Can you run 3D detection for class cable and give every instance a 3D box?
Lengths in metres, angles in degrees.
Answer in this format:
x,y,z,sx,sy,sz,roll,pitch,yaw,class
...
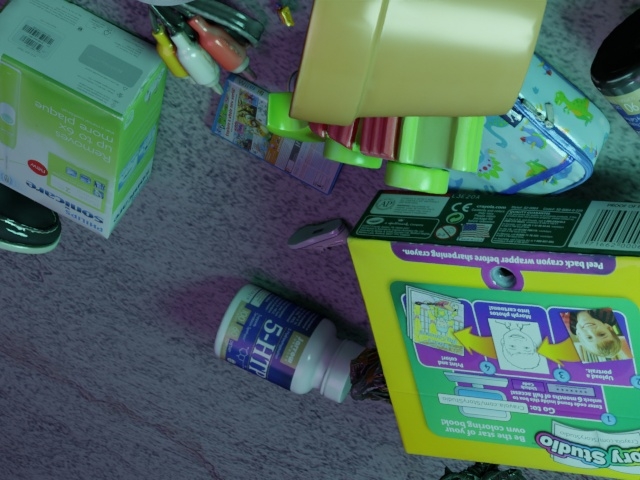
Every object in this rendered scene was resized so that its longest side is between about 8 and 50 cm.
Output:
x,y,z,sx,sy,sz,roll,pitch,yaw,class
-0.173,-0.253,2.005,0.139,0.072,0.287,-2,155,38,cable

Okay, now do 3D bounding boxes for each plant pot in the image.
x,y,z,sx,sy,sz,roll,pitch,yaw,class
0.098,-0.233,1.688,0.203,0.291,0.291,13,148,-1,plant pot

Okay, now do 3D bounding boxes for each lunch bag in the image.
x,y,z,sx,sy,sz,roll,pitch,yaw,class
0.190,-0.110,1.943,0.176,0.090,0.219,39,149,-18,lunch bag

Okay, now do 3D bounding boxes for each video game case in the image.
x,y,z,sx,sy,sz,roll,pitch,yaw,class
-0.048,-0.126,2.187,0.166,0.015,0.119,29,149,3,video game case

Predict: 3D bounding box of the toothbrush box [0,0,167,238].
x,y,z,sx,sy,sz,roll,pitch,yaw,class
-0.315,-0.158,2.267,0.206,0.122,0.283,28,150,5,toothbrush box

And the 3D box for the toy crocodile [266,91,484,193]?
x,y,z,sx,sy,sz,roll,pitch,yaw,class
0.057,-0.122,1.887,0.105,0.115,0.340,5,-170,-30,toy crocodile

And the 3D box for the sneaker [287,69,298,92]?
x,y,z,sx,sy,sz,roll,pitch,yaw,class
0.027,-0.142,2.067,0.144,0.053,0.059,43,145,-21,sneaker

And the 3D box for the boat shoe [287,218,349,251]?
x,y,z,sx,sy,sz,roll,pitch,yaw,class
0.000,0.000,2.309,0.100,0.035,0.035,-17,123,42,boat shoe

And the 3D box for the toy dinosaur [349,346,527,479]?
x,y,z,sx,sy,sz,roll,pitch,yaw,class
0.200,0.196,2.285,0.322,0.218,0.164,-11,127,12,toy dinosaur

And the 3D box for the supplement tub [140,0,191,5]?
x,y,z,sx,sy,sz,roll,pitch,yaw,class
-0.163,-0.350,1.842,0.144,0.144,0.199,20,147,17,supplement tub

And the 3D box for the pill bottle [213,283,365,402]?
x,y,z,sx,sy,sz,roll,pitch,yaw,class
-0.040,0.144,2.470,0.187,0.112,0.112,24,148,11,pill bottle

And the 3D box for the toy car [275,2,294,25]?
x,y,z,sx,sy,sz,roll,pitch,yaw,class
-0.086,-0.270,1.981,0.122,0.060,0.040,53,175,-21,toy car

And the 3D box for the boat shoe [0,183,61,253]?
x,y,z,sx,sy,sz,roll,pitch,yaw,class
-0.492,-0.108,2.494,0.340,0.127,0.113,35,126,-2,boat shoe

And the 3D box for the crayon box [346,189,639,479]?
x,y,z,sx,sy,sz,roll,pitch,yaw,class
0.240,0.106,1.976,0.363,0.106,0.313,4,129,28,crayon box

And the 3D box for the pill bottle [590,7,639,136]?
x,y,z,sx,sy,sz,roll,pitch,yaw,class
0.369,-0.120,1.742,0.219,0.123,0.123,45,146,-21,pill bottle
